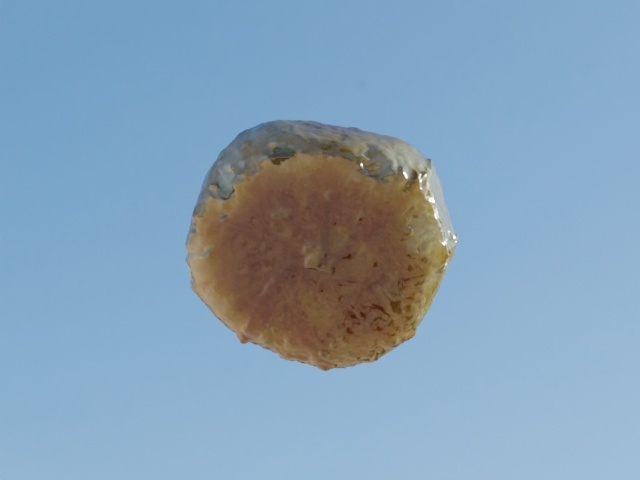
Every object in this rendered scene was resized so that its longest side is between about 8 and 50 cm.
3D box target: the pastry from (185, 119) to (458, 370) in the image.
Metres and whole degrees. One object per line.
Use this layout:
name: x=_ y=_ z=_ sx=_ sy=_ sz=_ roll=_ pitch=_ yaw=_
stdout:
pastry: x=0.000 y=0.000 z=1.448 sx=0.192 sy=0.182 sz=0.093 roll=20 pitch=21 yaw=3
